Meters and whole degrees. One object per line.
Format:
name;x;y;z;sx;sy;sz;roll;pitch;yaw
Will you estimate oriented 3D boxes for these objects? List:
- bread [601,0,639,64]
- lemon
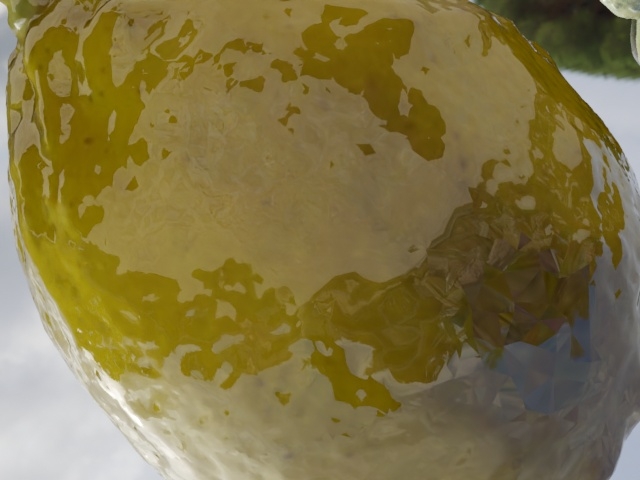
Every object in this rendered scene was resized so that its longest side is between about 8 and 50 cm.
bread;0.303;-0.196;0.825;0.286;0.207;0.056;-33;-141;-10
lemon;0.005;0.005;0.591;0.316;0.285;0.285;31;-134;13
